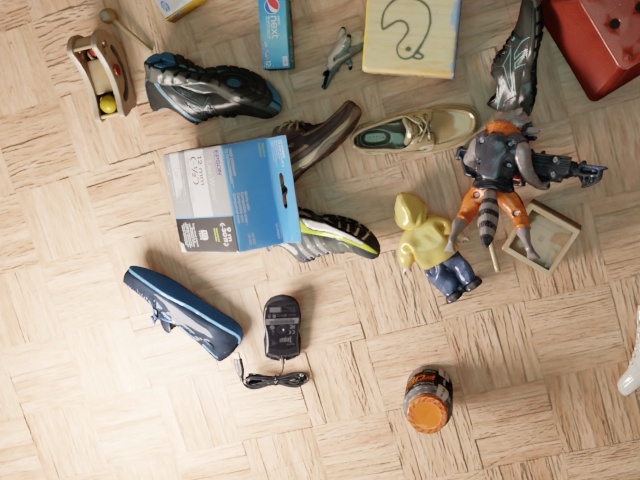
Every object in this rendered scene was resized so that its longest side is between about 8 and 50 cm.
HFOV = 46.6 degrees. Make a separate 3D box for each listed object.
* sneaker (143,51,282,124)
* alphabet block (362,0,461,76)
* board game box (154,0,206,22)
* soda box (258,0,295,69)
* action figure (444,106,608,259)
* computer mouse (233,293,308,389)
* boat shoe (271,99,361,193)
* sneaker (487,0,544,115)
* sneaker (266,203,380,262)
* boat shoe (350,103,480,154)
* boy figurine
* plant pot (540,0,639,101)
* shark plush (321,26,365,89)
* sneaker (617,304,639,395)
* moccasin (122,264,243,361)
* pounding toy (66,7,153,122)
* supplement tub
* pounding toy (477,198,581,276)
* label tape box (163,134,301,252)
[{"bbox_3d":[-0.259,-0.348,1.797,0.341,0.125,0.139,17,130,4],"label":"sneaker"},{"bbox_3d":[0.205,-0.458,1.638,0.197,0.193,0.192,5,99,9],"label":"alphabet block"},{"bbox_3d":[-0.288,-0.702,1.748,0.317,0.064,0.242,-28,94,13],"label":"board game box"},{"bbox_3d":[-0.104,-0.508,1.745,0.067,0.071,0.210,-1,100,10],"label":"soda box"},{"bbox_3d":[0.427,-0.129,1.605,0.341,0.178,0.330,3,81,30],"label":"action figure"},{"bbox_3d":[-0.134,0.256,1.887,0.184,0.060,0.262,-7,108,-2],"label":"computer mouse"},{"bbox_3d":[-0.063,-0.222,1.759,0.355,0.132,0.130,-39,90,14],"label":"boat shoe"},{"bbox_3d":[0.429,-0.403,1.638,0.106,0.101,0.267,11,118,22],"label":"sneaker"},{"bbox_3d":[0.000,0.000,1.812,0.300,0.111,0.121,16,112,13],"label":"sneaker"},{"bbox_3d":[0.218,-0.251,1.719,0.302,0.098,0.109,-7,99,11],"label":"boat shoe"},{"bbox_3d":[0.256,0.014,1.765,0.177,0.092,0.285,-37,91,14],"label":"boy figurine"},{"bbox_3d":[0.636,-0.470,1.537,0.267,0.236,0.267,-32,93,13],"label":"plant pot"},{"bbox_3d":[0.054,-0.423,1.744,0.067,0.073,0.161,26,100,-26],"label":"shark plush"},{"bbox_3d":[0.760,0.222,1.719,0.123,0.106,0.290,38,102,20],"label":"sneaker"},{"bbox_3d":[-0.364,0.192,1.882,0.342,0.138,0.116,34,102,4],"label":"moccasin"},{"bbox_3d":[-0.498,-0.430,1.787,0.155,0.154,0.269,-10,98,12],"label":"pounding toy"},{"bbox_3d":[0.258,0.381,1.777,0.117,0.190,0.117,2,100,9],"label":"supplement tub"},{"bbox_3d":[0.465,-0.006,1.728,0.206,0.094,0.181,32,109,13],"label":"pounding toy"},{"bbox_3d":[-0.210,-0.102,1.730,0.348,0.115,0.249,0,102,47],"label":"label tape box"}]
